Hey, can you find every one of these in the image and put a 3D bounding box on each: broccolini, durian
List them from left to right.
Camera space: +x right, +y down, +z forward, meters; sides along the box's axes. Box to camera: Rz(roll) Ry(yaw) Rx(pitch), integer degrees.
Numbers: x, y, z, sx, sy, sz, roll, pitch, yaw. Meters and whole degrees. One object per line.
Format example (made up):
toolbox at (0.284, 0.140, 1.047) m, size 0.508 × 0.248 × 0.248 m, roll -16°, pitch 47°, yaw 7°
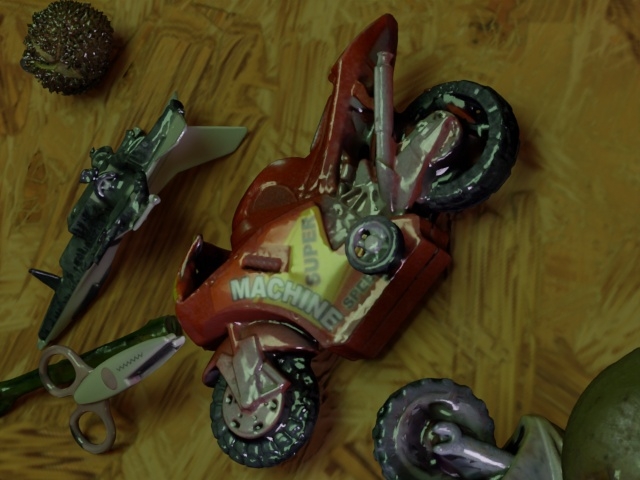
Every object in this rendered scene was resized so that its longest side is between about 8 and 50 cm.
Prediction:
broccolini at (-0.209, 0.104, 1.300) m, size 0.254 × 0.071 × 0.057 m, roll -20°, pitch 22°, yaw 21°
durian at (-0.201, -0.159, 1.384) m, size 0.080 × 0.080 × 0.091 m, roll -17°, pitch 50°, yaw 30°

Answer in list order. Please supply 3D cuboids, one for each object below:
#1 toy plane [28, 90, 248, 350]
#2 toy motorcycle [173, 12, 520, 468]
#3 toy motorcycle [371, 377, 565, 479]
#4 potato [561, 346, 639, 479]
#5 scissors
toy plane at (-0.160, -0.021, 1.284) m, size 0.234 × 0.082 × 0.160 m, roll -46°, pitch 23°, yaw 9°
toy motorcycle at (0.002, 0.001, 1.143) m, size 0.298 × 0.089 × 0.171 m, roll -53°, pitch 50°, yaw 4°
toy motorcycle at (0.097, 0.190, 0.971) m, size 0.094 × 0.129 × 0.229 m, roll 147°, pitch 122°, yaw -73°
potato at (0.227, 0.119, 0.874) m, size 0.194 × 0.157 × 0.157 m, roll -6°, pitch 65°, yaw 47°
scissors at (-0.142, 0.094, 1.196) m, size 0.176 × 0.022 × 0.085 m, roll -31°, pitch 86°, yaw 50°
